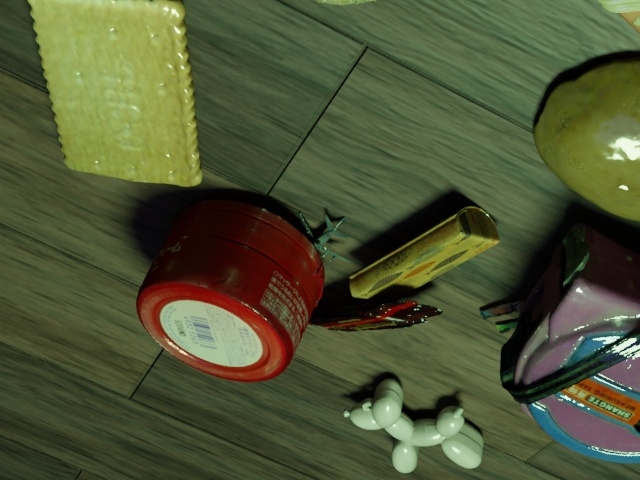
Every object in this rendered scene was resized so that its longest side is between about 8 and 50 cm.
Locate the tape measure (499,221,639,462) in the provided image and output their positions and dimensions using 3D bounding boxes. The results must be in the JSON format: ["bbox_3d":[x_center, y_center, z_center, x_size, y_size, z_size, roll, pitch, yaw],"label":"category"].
[{"bbox_3d":[0.321,0.111,1.207,0.232,0.149,0.245,22,130,-8],"label":"tape measure"}]

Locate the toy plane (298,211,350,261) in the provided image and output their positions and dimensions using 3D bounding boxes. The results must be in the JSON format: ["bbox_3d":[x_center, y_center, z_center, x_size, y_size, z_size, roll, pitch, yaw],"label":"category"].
[{"bbox_3d":[-0.001,0.001,1.287,0.078,0.024,0.084,44,134,-4],"label":"toy plane"}]

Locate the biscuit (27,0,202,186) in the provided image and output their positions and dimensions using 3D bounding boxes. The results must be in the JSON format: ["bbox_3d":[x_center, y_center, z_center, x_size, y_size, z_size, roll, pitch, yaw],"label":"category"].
[{"bbox_3d":[-0.203,-0.155,1.172,0.160,0.030,0.249,8,138,8],"label":"biscuit"}]

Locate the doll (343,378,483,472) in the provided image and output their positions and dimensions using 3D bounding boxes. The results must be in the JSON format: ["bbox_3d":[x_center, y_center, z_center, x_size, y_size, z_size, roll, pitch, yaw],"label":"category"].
[{"bbox_3d":[0.117,0.239,1.485,0.161,0.059,0.160,-8,133,25],"label":"doll"}]

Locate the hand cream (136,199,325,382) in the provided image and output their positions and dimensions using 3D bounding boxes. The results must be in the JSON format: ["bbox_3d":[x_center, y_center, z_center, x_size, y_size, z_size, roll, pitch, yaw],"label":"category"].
[{"bbox_3d":[-0.100,0.059,1.291,0.193,0.125,0.193,14,142,11],"label":"hand cream"}]

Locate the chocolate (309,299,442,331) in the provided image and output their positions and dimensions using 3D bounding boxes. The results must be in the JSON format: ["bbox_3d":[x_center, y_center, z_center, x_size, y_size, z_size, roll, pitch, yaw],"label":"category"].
[{"bbox_3d":[0.051,0.086,1.331,0.086,0.028,0.182,13,164,-40],"label":"chocolate"}]

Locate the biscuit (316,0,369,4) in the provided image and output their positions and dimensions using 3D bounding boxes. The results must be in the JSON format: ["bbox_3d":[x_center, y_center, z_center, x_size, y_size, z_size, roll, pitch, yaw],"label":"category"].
[{"bbox_3d":[0.016,-0.266,0.992,0.152,0.020,0.152,8,137,7],"label":"biscuit"}]

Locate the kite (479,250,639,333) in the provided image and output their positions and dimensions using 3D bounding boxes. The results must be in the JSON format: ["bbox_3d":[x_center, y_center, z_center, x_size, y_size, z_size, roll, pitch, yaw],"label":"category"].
[{"bbox_3d":[0.315,0.077,1.280,0.285,0.015,0.152,-19,128,33],"label":"kite"}]

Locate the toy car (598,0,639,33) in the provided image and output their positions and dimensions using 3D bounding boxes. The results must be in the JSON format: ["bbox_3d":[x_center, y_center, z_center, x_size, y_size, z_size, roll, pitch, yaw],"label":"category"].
[{"bbox_3d":[0.304,-0.213,0.840,0.270,0.180,0.212,29,160,-29],"label":"toy car"}]

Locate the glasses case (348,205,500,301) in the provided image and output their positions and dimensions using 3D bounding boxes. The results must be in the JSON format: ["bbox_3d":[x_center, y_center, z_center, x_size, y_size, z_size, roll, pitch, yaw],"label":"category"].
[{"bbox_3d":[0.109,0.016,1.251,0.065,0.041,0.170,9,150,-41],"label":"glasses case"}]

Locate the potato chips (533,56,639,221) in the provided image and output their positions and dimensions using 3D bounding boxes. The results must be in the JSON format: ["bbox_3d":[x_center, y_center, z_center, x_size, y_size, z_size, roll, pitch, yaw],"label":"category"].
[{"bbox_3d":[0.305,-0.078,1.082,0.195,0.062,0.208,-21,125,31],"label":"potato chips"}]
